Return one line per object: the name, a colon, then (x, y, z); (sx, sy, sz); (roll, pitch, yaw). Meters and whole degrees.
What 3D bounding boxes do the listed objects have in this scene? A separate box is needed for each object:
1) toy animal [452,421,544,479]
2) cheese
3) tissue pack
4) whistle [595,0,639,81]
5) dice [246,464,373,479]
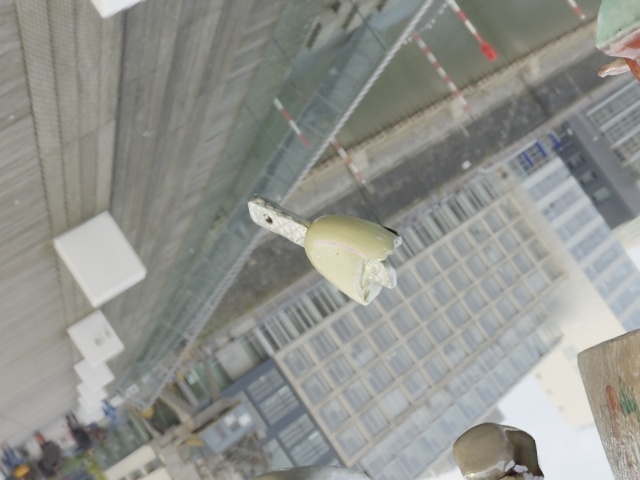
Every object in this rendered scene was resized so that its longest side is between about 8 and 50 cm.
toy animal: (0.132, 0.359, 0.662); (0.344, 0.194, 0.302); (-46, 136, -2)
cheese: (0.001, -0.001, 1.007); (0.050, 0.235, 0.127); (-45, 146, -28)
tissue pack: (0.282, 0.145, 0.637); (0.071, 0.170, 0.325); (-14, 167, 2)
whistle: (0.265, -0.149, 0.403); (0.142, 0.133, 0.346); (10, 164, -25)
dice: (-0.020, 0.417, 1.112); (0.193, 0.191, 0.194); (22, 136, -38)
